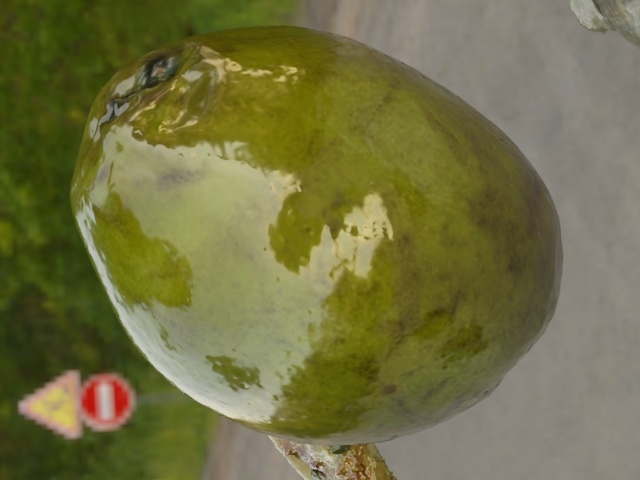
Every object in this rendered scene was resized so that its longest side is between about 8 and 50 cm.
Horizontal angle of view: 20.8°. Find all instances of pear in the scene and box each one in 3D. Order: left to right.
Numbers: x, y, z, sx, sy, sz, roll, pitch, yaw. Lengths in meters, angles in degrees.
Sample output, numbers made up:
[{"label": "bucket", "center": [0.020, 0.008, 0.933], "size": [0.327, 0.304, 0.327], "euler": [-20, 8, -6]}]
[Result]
[{"label": "pear", "center": [0.000, 0.000, 1.387], "size": [0.352, 0.413, 0.352], "euler": [-51, 27, 38]}]

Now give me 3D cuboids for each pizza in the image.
[{"label": "pizza", "center": [0.014, 0.253, 2.039], "size": [0.292, 0.058, 0.197], "euler": [41, 155, 20]}]

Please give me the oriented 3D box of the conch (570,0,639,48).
[{"label": "conch", "center": [0.228, -0.170, 1.061], "size": [0.207, 0.130, 0.155], "euler": [4, 139, 53]}]
